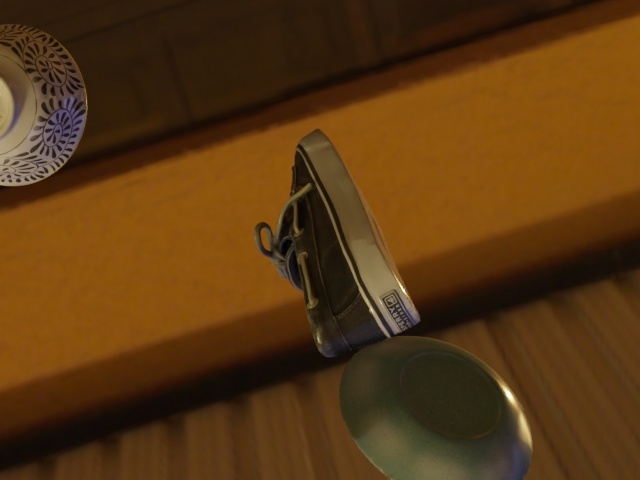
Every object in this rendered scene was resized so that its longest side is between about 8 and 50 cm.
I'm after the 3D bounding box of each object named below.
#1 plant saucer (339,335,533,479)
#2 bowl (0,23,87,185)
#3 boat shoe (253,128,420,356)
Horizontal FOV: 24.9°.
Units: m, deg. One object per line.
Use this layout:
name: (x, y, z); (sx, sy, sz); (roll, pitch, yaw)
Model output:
plant saucer: (0.114, 0.152, 1.335); (0.195, 0.037, 0.195); (14, -137, -13)
bowl: (-0.333, -0.138, 1.484); (0.170, 0.170, 0.080); (-12, -177, 13)
boat shoe: (0.002, 0.003, 1.318); (0.105, 0.113, 0.306); (-28, -143, 4)
